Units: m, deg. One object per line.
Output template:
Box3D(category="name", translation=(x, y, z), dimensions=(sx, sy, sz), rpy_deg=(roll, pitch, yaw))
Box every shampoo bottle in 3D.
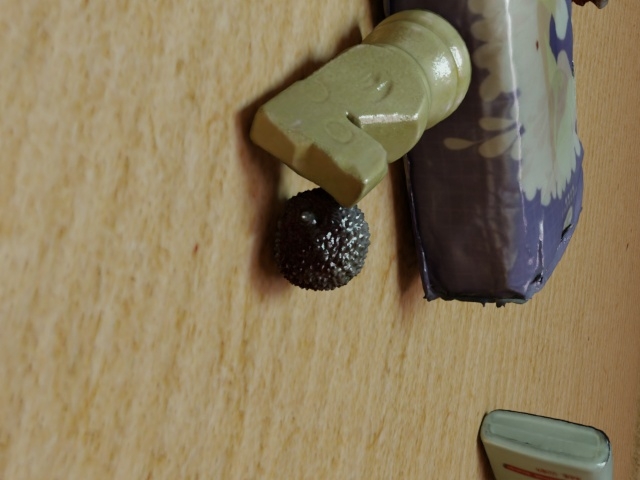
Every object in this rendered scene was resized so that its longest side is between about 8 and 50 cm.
Box3D(category="shampoo bottle", translation=(0.284, 0.336, 1.091), dimensions=(0.071, 0.153, 0.284), rpy_deg=(-59, 148, -46))

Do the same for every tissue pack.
Box3D(category="tissue pack", translation=(0.156, -0.144, 0.788), dimensions=(0.242, 0.125, 0.343), rpy_deg=(-41, 127, -54))

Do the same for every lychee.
Box3D(category="lychee", translation=(0.000, 0.000, 0.567), dimensions=(0.067, 0.068, 0.083), rpy_deg=(-42, 156, 8))

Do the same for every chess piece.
Box3D(category="chess piece", translation=(0.031, -0.092, 0.599), dimensions=(0.200, 0.090, 0.090), rpy_deg=(-44, 131, -50))

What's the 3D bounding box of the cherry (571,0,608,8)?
Box3D(category="cherry", translation=(0.262, -0.374, 0.913), dimensions=(0.192, 0.175, 0.249), rpy_deg=(-44, 130, -32))
